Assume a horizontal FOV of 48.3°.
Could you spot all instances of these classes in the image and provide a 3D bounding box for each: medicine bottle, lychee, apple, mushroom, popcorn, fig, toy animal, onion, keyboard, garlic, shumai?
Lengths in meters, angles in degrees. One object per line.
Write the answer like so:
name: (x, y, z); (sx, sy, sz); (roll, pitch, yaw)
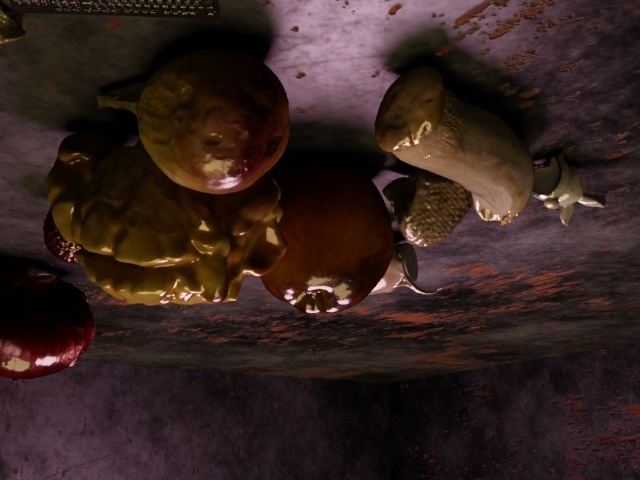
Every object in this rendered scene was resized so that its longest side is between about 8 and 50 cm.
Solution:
medicine bottle: (0.092, 0.056, 1.429); (0.191, 0.107, 0.107); (-8, 161, 24)
lychee: (-0.393, -0.019, 1.174); (0.123, 0.123, 0.129); (8, 152, -24)
apple: (0.000, 0.000, 1.083); (0.230, 0.230, 0.230); (0, 162, 0)
mushroom: (0.191, -0.111, 0.921); (0.123, 0.095, 0.351); (-38, 143, 20)
popcorn: (-0.209, -0.027, 0.930); (0.332, 0.265, 0.225); (22, 121, 3)
fig: (-0.157, -0.140, 0.805); (0.257, 0.159, 0.159); (13, 169, 26)
toy animal: (0.360, -0.081, 1.068); (0.071, 0.085, 0.124); (-34, 152, 31)
onion: (-0.644, 0.168, 1.557); (0.314, 0.232, 0.314); (20, -159, -8)
keyboard: (-0.197, -0.233, 0.677); (0.198, 0.010, 0.063); (1, 160, -4)
garlic: (0.083, 0.043, 1.323); (0.266, 0.128, 0.148); (1, 156, 26)
shumai: (0.150, -0.066, 1.071); (0.145, 0.145, 0.116); (16, -165, -41)

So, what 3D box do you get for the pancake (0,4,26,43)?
pancake: (-0.432, -0.224, 0.632); (0.212, 0.056, 0.257); (-15, 151, 19)
